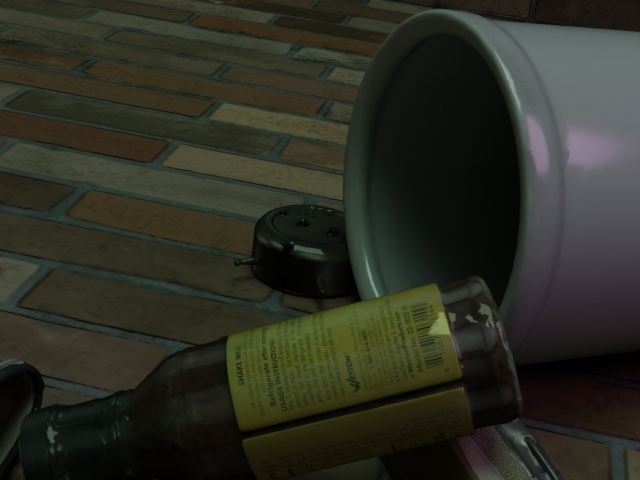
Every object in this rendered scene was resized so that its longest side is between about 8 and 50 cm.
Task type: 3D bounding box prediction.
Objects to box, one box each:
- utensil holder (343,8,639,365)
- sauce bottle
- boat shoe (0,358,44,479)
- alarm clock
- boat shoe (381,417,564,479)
[{"bbox_3d":[0.263,-0.046,1.016,0.385,0.327,0.327,-2,27,-24],"label":"utensil holder"},{"bbox_3d":[-0.038,0.113,0.741,0.344,0.111,0.111,-13,25,5],"label":"sauce bottle"},{"bbox_3d":[-0.264,0.155,0.685,0.091,0.114,0.302,2,26,3],"label":"boat shoe"},{"bbox_3d":[0.000,0.000,1.150,0.129,0.064,0.192,18,24,20],"label":"alarm clock"},{"bbox_3d":[0.111,0.153,0.818,0.092,0.103,0.285,2,29,-23],"label":"boat shoe"}]
